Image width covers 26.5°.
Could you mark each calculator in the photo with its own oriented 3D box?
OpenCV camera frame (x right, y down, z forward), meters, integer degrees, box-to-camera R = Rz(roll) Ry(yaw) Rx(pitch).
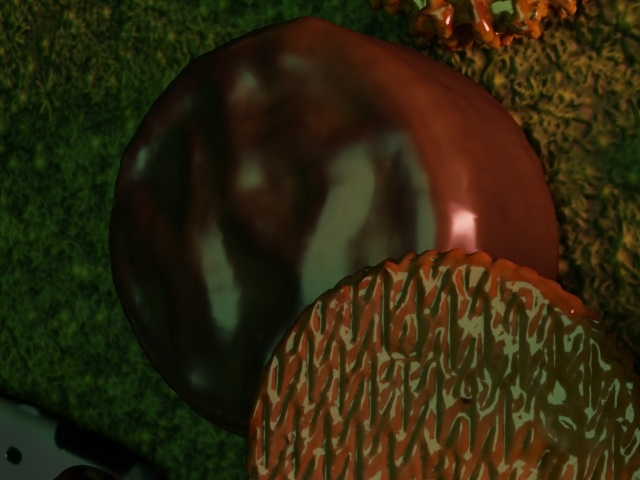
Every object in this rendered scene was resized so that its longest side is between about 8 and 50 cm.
[{"bbox_3d":[-0.239,0.215,1.085,0.293,0.051,0.173,17,97,32],"label":"calculator"}]

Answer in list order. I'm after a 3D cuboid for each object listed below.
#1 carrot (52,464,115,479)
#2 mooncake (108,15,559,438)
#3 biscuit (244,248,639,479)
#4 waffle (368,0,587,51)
[{"bbox_3d":[-0.192,0.238,0.996,0.055,0.055,0.161,34,110,29],"label":"carrot"},{"bbox_3d":[0.000,0.000,0.892,0.284,0.155,0.284,-2,87,33],"label":"mooncake"},{"bbox_3d":[0.069,0.129,0.755,0.254,0.035,0.254,2,94,26],"label":"biscuit"},{"bbox_3d":[0.108,-0.219,0.892,0.197,0.070,0.193,14,93,29],"label":"waffle"}]
